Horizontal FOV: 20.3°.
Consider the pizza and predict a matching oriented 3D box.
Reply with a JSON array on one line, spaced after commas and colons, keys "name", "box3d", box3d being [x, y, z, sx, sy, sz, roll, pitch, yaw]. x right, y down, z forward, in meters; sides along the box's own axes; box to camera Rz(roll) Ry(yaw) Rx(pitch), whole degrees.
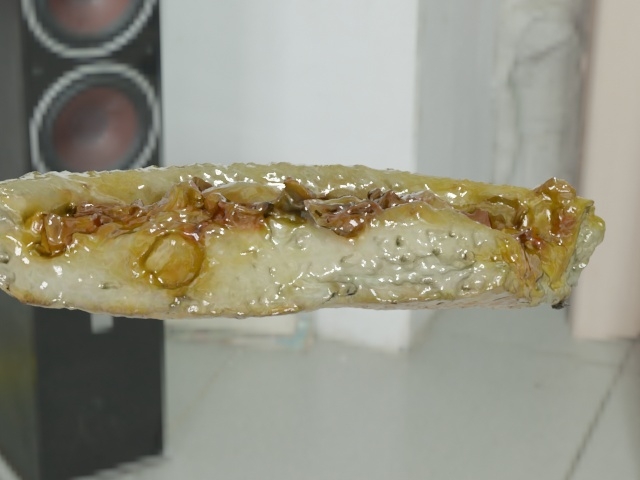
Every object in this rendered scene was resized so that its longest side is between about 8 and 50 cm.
[{"name": "pizza", "box3d": [-0.005, -0.001, 0.694, 0.271, 0.056, 0.134, 3, 8, -12]}]
